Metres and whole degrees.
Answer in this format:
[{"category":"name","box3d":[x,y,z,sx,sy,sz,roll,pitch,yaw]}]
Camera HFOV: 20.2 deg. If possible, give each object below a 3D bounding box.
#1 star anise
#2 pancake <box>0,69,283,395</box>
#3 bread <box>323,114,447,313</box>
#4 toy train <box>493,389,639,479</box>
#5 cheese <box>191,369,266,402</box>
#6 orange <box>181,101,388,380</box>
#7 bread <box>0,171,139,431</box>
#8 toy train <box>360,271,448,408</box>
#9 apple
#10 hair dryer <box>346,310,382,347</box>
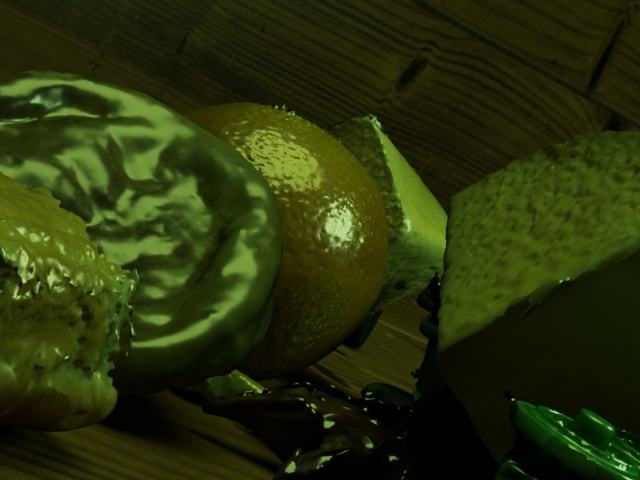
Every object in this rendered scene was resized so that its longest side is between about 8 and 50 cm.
[{"category":"star anise","box3d":[0.059,0.137,1.172,0.272,0.102,0.272,24,6,-3]},{"category":"pancake","box3d":[-0.147,-0.014,1.135,0.294,0.049,0.294,15,36,-11]},{"category":"bread","box3d":[0.000,0.000,1.622,0.178,0.240,0.135,22,50,-58]},{"category":"toy train","box3d":[0.171,0.187,0.949,0.202,0.145,0.266,33,6,29]},{"category":"cheese","box3d":[-0.068,0.104,1.270,0.083,0.030,0.044,32,-6,-35]},{"category":"orange","box3d":[-0.058,0.001,1.379,0.236,0.236,0.236,27,4,-2]},{"category":"bread","box3d":[-0.194,0.017,0.868,0.174,0.121,0.245,38,3,23]},{"category":"toy train","box3d":[0.160,0.150,1.468,0.237,0.150,0.369,33,5,0]},{"category":"apple","box3d":[0.215,0.106,1.156,0.309,0.252,0.314,51,-23,-21]},{"category":"hair dryer","box3d":[-0.008,0.074,1.980,0.124,0.071,0.219,26,12,8]}]
